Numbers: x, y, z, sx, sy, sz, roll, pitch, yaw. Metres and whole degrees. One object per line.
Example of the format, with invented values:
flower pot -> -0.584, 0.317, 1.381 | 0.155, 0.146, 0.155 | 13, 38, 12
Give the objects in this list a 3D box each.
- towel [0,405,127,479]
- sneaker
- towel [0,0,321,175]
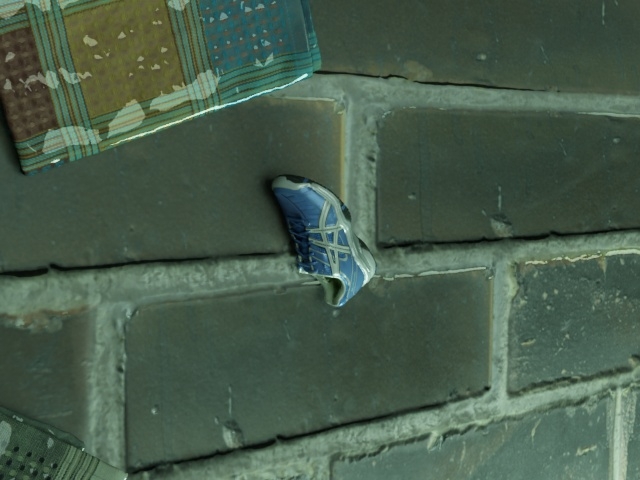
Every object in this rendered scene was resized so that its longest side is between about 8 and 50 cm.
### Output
towel -> -0.389, 0.323, 1.096 | 0.312, 0.056, 0.324 | 37, 72, -35
sneaker -> 0.000, 0.000, 1.382 | 0.211, 0.080, 0.081 | 53, 58, -30
towel -> -0.179, -0.244, 1.127 | 0.370, 0.040, 0.271 | -24, 124, -20
